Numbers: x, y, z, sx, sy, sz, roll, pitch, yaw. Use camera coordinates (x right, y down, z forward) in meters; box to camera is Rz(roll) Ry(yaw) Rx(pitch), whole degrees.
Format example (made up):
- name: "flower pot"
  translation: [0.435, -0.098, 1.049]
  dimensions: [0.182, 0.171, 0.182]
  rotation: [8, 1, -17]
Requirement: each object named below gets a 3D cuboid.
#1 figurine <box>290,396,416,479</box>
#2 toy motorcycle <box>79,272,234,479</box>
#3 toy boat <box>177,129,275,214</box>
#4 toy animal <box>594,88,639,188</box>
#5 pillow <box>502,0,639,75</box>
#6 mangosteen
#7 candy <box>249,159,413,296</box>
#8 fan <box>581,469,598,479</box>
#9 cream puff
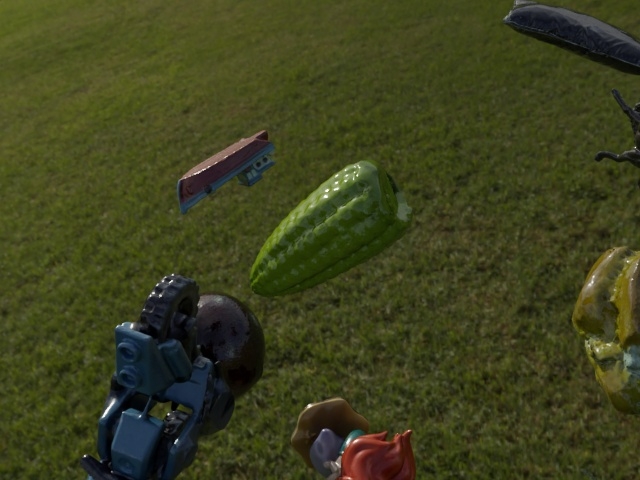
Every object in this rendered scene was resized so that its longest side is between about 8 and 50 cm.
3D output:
- name: "figurine"
  translation: [0.061, 0.402, 1.176]
  dimensions: [0.208, 0.180, 0.257]
  rotation: [-3, 23, -17]
- name: "toy motorcycle"
  translation: [-0.239, 0.252, 0.969]
  dimensions: [0.172, 0.416, 0.232]
  rotation: [20, 36, 10]
- name: "toy boat"
  translation: [-0.139, -0.097, 0.996]
  dimensions: [0.173, 0.058, 0.069]
  rotation: [-35, 23, -20]
- name: "toy animal"
  translation: [0.622, -0.206, 1.299]
  dimensions: [0.085, 0.232, 0.148]
  rotation: [-8, 33, -14]
- name: "pillow"
  translation: [0.358, -0.281, 0.931]
  dimensions: [0.208, 0.055, 0.141]
  rotation: [25, 33, 9]
- name: "mangosteen"
  translation: [-0.208, 0.201, 1.241]
  dimensions: [0.216, 0.216, 0.216]
  rotation: [-12, 32, 7]
- name: "candy"
  translation: [0.000, 0.000, 0.721]
  dimensions: [0.209, 0.097, 0.096]
  rotation: [-36, 22, 29]
- name: "fan"
  translation: [0.677, 0.572, 1.509]
  dimensions: [0.182, 0.310, 0.010]
  rotation: [-52, 25, 12]
- name: "cream puff"
  translation: [0.387, 0.076, 0.739]
  dimensions: [0.221, 0.194, 0.194]
  rotation: [-9, 31, -2]
